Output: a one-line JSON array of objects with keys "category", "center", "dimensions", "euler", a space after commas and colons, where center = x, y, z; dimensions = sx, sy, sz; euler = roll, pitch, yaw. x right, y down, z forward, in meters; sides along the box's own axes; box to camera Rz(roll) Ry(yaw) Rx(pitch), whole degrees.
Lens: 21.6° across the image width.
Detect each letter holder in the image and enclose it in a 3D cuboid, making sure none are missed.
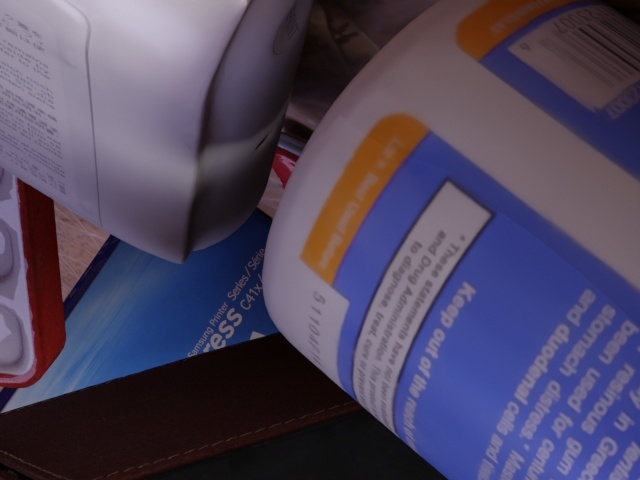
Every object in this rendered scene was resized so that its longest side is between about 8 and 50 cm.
[{"category": "letter holder", "center": [0.018, 0.118, 0.702], "dimensions": [0.214, 0.301, 0.152], "euler": [3, 106, 64]}]

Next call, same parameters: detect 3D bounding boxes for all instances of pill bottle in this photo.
[{"category": "pill bottle", "center": [0.125, 0.048, 0.508], "dimensions": [0.272, 0.152, 0.152], "euler": [40, 169, 23]}]

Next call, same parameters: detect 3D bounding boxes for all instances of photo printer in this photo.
[{"category": "photo printer", "center": [-0.123, -0.120, 0.668], "dimensions": [0.256, 0.107, 0.307], "euler": [32, 164, 4]}]

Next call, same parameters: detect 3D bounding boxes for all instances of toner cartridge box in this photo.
[{"category": "toner cartridge box", "center": [-0.121, 0.137, 1.002], "dimensions": [0.165, 0.348, 0.075], "euler": [36, 164, -11]}]

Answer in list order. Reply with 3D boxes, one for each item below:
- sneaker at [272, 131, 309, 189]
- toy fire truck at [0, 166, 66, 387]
[{"category": "sneaker", "center": [0.000, 0.000, 0.864], "dimensions": [0.042, 0.067, 0.118], "euler": [14, 156, 51]}, {"category": "toy fire truck", "center": [-0.262, -0.073, 0.910], "dimensions": [0.253, 0.169, 0.302], "euler": [6, 114, 13]}]
